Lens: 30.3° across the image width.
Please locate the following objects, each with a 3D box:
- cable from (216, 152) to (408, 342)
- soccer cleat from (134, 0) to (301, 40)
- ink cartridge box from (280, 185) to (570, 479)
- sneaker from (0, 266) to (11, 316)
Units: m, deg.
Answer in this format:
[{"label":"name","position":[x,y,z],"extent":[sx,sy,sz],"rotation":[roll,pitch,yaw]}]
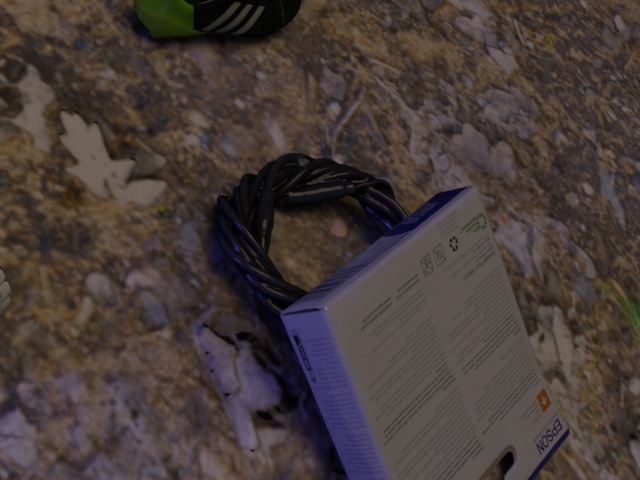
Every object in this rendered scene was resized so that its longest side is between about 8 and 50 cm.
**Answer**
[{"label":"cable","position":[0.000,0.000,0.908],"extent":[0.150,0.047,0.184],"rotation":[45,45,6]},{"label":"soccer cleat","position":[-0.072,-0.204,0.977],"extent":[0.179,0.072,0.060],"rotation":[-18,71,-45]},{"label":"ink cartridge box","position":[0.086,0.102,0.868],"extent":[0.223,0.045,0.224],"rotation":[-35,107,-47]},{"label":"sneaker","position":[-0.259,0.011,0.674],"extent":[0.162,0.063,0.073],"rotation":[34,47,-13]}]
